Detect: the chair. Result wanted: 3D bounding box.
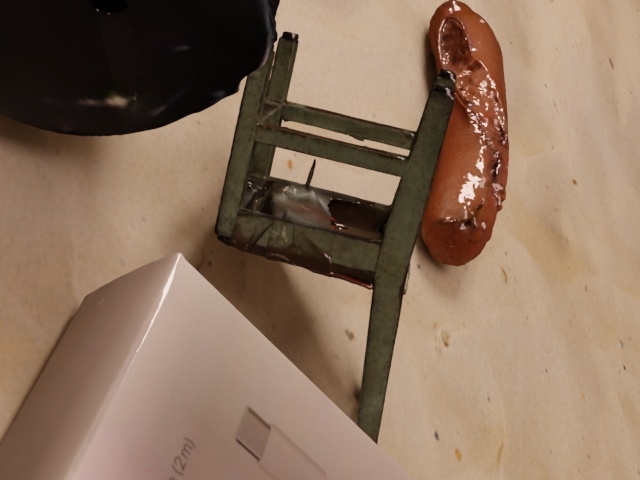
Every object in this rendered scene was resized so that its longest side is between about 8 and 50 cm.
[{"bbox_3d":[0.000,0.000,0.769,0.136,0.147,0.270,-65,168,-74],"label":"chair"}]

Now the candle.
[{"bbox_3d":[-0.138,-0.252,0.680,0.221,0.221,0.343,25,48,-42],"label":"candle"}]

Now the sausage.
[{"bbox_3d":[0.147,-0.118,1.080,0.087,0.079,0.327,18,52,-15],"label":"sausage"}]

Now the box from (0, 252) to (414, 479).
[{"bbox_3d":[-0.064,0.168,0.620,0.252,0.106,0.203,46,41,-23],"label":"box"}]
